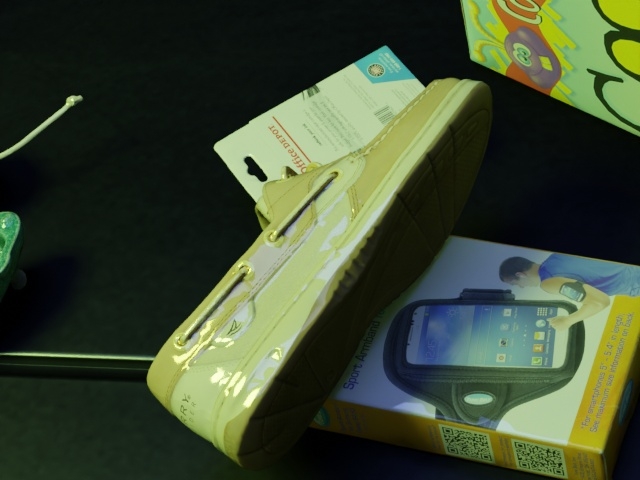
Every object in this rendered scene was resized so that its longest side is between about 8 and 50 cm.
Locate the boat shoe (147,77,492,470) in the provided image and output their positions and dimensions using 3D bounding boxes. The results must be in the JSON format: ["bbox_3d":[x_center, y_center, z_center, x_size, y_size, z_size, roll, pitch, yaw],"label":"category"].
[{"bbox_3d":[0.000,0.000,0.695,0.059,0.063,0.170,26,63,24],"label":"boat shoe"}]

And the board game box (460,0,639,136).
[{"bbox_3d":[0.196,-0.108,0.716,0.275,0.142,0.144,28,63,31],"label":"board game box"}]

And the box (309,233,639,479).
[{"bbox_3d":[0.049,0.038,0.711,0.136,0.028,0.081,10,55,19],"label":"box"}]

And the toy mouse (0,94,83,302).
[{"bbox_3d":[-0.173,0.014,0.782,0.161,0.031,0.143,-8,50,8],"label":"toy mouse"}]

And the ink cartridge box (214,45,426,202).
[{"bbox_3d":[0.005,-0.037,0.780,0.083,0.028,0.048,-30,51,-11],"label":"ink cartridge box"}]
